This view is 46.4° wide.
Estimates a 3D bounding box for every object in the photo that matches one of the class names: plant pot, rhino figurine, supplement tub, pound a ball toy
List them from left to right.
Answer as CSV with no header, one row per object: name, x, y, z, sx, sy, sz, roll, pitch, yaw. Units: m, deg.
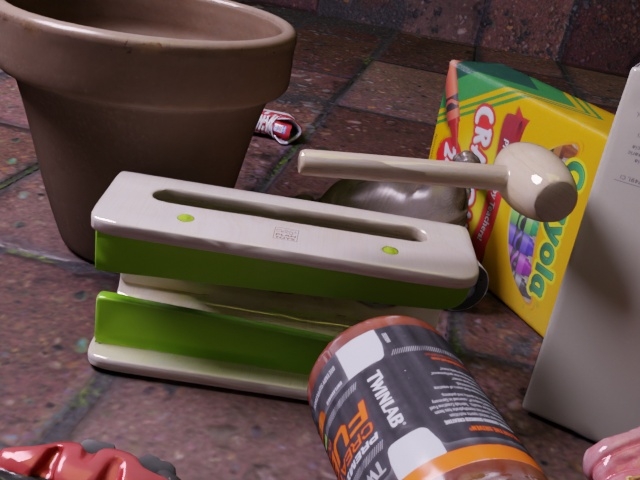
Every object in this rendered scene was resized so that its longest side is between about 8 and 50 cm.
plant pot,-0.168,-0.103,0.697,0.263,0.229,0.263,9,24,-4
pound a ball toy,0.000,0.000,0.565,0.319,0.208,0.135,8,25,-2
rhino figurine,0.039,-0.033,0.757,0.243,0.073,0.106,-5,31,19
supplement tub,0.065,0.134,0.424,0.106,0.106,0.198,1,25,-18

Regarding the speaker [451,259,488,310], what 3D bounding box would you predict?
speaker,0.124,0.015,0.762,0.055,0.055,0.136,5,26,-12

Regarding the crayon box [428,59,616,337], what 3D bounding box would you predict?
crayon box,0.218,-0.043,0.745,0.081,0.202,0.318,-2,26,-24

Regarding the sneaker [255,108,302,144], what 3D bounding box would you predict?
sneaker,-0.084,-0.171,1.099,0.119,0.042,0.067,1,23,-23

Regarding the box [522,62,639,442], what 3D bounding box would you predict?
box,0.244,0.015,0.543,0.113,0.275,0.094,22,27,23

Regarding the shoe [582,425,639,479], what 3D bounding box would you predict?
shoe,0.266,0.158,0.495,0.178,0.063,0.081,-3,32,-17

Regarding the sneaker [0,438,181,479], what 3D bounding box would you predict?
sneaker,-0.197,0.139,0.322,0.276,0.097,0.135,11,22,0
